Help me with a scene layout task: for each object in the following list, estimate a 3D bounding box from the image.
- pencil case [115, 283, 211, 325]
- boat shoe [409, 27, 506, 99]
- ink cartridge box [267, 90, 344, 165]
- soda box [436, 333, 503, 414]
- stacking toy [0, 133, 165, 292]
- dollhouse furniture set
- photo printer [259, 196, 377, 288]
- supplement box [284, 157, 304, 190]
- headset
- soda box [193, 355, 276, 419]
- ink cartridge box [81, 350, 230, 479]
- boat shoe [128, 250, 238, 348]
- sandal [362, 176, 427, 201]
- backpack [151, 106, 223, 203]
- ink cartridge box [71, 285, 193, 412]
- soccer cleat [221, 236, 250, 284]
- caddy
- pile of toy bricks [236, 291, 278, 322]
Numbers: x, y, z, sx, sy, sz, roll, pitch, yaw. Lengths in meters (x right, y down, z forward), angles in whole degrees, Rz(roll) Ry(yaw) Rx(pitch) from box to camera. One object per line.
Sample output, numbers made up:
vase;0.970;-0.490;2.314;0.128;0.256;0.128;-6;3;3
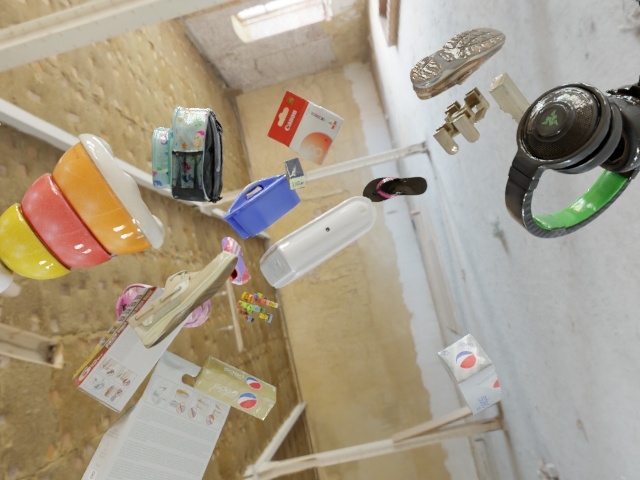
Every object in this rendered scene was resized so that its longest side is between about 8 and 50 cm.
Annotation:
pencil case;-0.553;0.240;1.631;0.160;0.167;0.386;66;-171;13
boat shoe;0.428;-0.555;1.426;0.123;0.324;0.116;63;-179;32
ink cartridge box;-0.044;-0.314;1.262;0.145;0.179;0.045;-63;6;18
soda box;0.384;0.345;1.140;0.286;0.098;0.091;55;-176;-49
stacking toy;-0.688;-0.021;1.156;0.350;0.480;0.350;50;163;21
dollhouse furniture set;0.510;-0.374;1.411;0.161;0.242;0.212;45;-134;-14
photo printer;0.000;0.000;1.218;0.107;0.308;0.256;57;156;2
supplement box;-0.096;-0.245;1.675;0.083;0.056;0.083;90;163;-62
headset;0.420;-0.190;0.718;0.185;0.244;0.394;-121;32;-46
soda box;-0.194;0.340;1.044;0.181;0.061;0.058;30;-168;-14
ink cartridge box;-0.431;0.539;1.261;0.308;0.091;0.384;44;-126;-39
boat shoe;-0.323;0.120;1.058;0.098;0.302;0.109;47;-174;6
sandal;0.196;-0.143;1.219;0.040;0.179;0.067;-1;-94;-65
backpack;-0.360;-0.242;1.260;0.225;0.191;0.253;-111;28;-81
ink cartridge box;-0.541;0.293;1.283;0.130;0.272;0.309;43;-118;-21
soccer cleat;-0.388;0.085;1.983;0.095;0.083;0.248;7;-131;-53
caddy;-0.253;-0.157;1.898;0.179;0.341;0.241;56;154;-13
pile of toy bricks;-0.276;0.258;1.771;0.105;0.212;0.118;26;-100;-41
